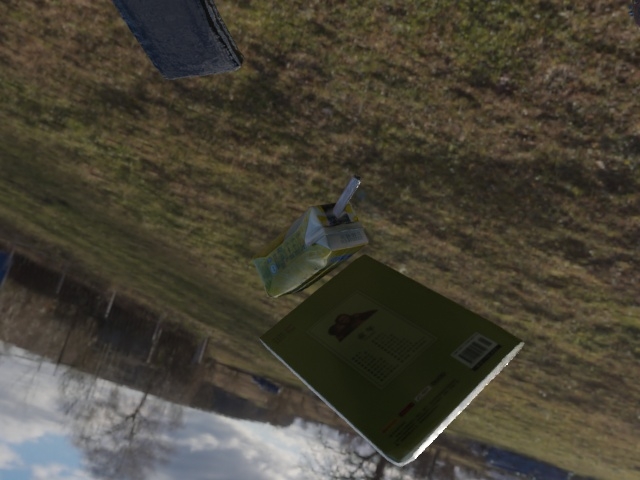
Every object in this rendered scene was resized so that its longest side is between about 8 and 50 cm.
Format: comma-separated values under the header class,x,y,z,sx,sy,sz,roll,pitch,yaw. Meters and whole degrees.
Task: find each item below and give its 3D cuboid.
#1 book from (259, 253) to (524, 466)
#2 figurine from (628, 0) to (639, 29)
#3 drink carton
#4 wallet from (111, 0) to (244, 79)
class,x,y,z,sx,sy,sz,roll,pitch,yaw
book,0.088,0.150,0.952,0.352,0.239,0.035,29,153,51
figurine,0.419,-0.289,0.737,0.145,0.178,0.114,3,150,32
drink carton,0.000,0.000,0.799,0.084,0.074,0.200,-8,160,-41
wallet,-0.222,-0.336,0.947,0.146,0.030,0.285,-7,151,12
